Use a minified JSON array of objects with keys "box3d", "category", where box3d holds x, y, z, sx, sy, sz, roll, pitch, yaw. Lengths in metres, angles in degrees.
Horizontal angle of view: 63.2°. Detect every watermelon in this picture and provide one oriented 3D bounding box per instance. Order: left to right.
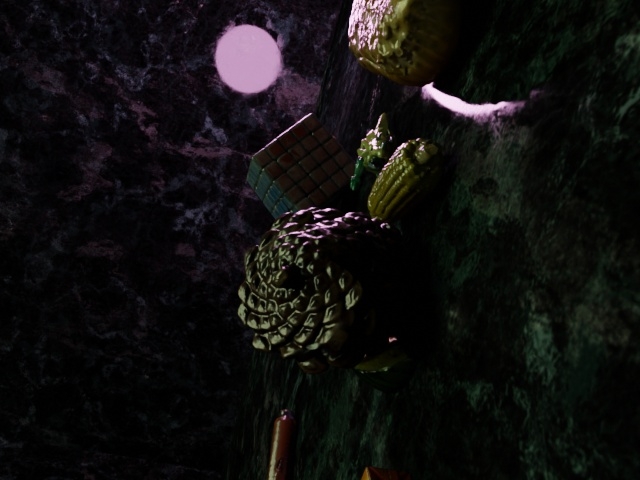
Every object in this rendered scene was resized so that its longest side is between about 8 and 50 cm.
[{"box3d":[0.091,0.204,0.888,0.181,0.075,0.092,-130,58,-79],"category":"watermelon"}]

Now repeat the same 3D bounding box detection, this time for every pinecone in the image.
[{"box3d":[0.016,0.080,0.873,0.298,0.295,0.242,41,125,35],"category":"pinecone"}]

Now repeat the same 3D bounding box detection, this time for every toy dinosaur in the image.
[{"box3d":[0.131,-0.212,1.209,0.259,0.094,0.153,-77,6,-53],"category":"toy dinosaur"}]

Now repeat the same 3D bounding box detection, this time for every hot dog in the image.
[{"box3d":[0.186,-0.481,0.974,0.365,0.196,0.368,-101,19,-66],"category":"hot dog"}]

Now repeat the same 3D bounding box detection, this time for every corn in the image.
[{"box3d":[0.145,-0.098,0.932,0.262,0.097,0.097,124,157,-66],"category":"corn"}]

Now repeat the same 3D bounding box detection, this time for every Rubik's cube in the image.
[{"box3d":[-0.058,-0.187,1.540,0.238,0.237,0.237,-38,0,-18],"category":"Rubik's cube"}]

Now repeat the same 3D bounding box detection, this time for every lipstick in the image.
[{"box3d":[-0.118,0.674,1.426,0.077,0.077,0.419,115,166,-48],"category":"lipstick"}]

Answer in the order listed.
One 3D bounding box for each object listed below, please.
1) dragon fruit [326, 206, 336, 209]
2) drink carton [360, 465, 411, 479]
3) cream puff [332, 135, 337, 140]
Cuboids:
[{"box3d":[0.000,0.000,1.547,0.133,0.149,0.208,-2,-80,-70],"category":"dragon fruit"},{"box3d":[0.090,0.404,0.647,0.223,0.070,0.096,-99,24,-68],"category":"drink carton"},{"box3d":[-0.054,-0.234,1.844,0.327,0.231,0.343,121,161,-69],"category":"cream puff"}]
